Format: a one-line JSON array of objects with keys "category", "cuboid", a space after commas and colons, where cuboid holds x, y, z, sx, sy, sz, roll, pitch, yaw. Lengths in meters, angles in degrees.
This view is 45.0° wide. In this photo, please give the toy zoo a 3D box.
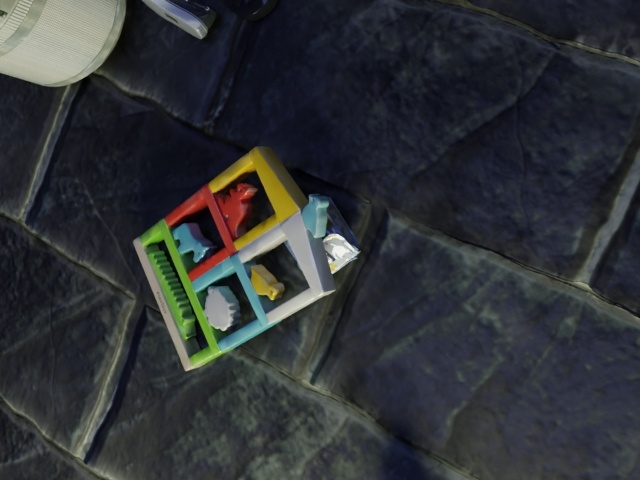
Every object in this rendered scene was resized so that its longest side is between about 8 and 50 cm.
[{"category": "toy zoo", "cuboid": [-0.100, 0.018, 0.943, 0.293, 0.030, 0.192, -33, 76, 32]}]

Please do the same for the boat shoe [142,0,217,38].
[{"category": "boat shoe", "cuboid": [-0.196, -0.317, 1.025, 0.142, 0.049, 0.040, 36, 83, 18]}]

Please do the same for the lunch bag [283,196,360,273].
[{"category": "lunch bag", "cuboid": [0.000, 0.000, 0.926, 0.071, 0.053, 0.083, -35, 82, 22]}]

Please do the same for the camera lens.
[{"category": "camera lens", "cuboid": [-0.403, -0.326, 0.983, 0.219, 0.274, 0.219, -1, 88, 23]}]

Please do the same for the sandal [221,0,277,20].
[{"category": "sandal", "cuboid": [-0.157, -0.382, 1.002, 0.254, 0.054, 0.097, 37, 102, 19]}]
